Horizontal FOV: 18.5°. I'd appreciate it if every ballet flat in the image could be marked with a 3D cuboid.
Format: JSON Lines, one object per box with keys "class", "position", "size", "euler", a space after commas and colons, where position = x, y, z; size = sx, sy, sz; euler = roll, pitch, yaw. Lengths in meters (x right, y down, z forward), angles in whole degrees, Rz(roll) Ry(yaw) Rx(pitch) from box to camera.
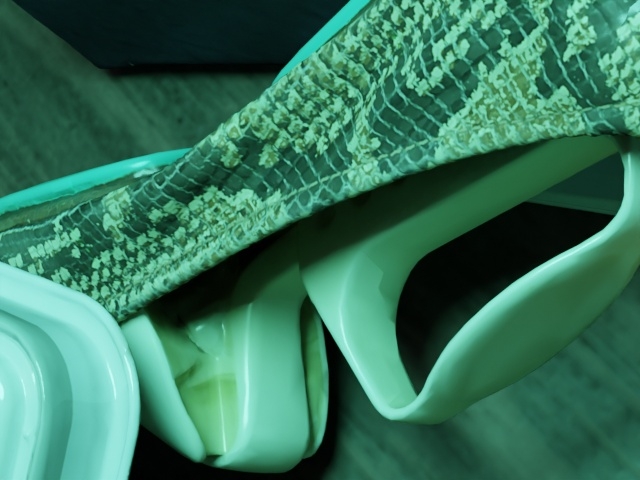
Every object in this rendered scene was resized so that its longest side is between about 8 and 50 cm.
{"class": "ballet flat", "position": [0.000, 0.000, 0.840], "size": [0.483, 0.164, 0.182], "euler": [-27, 76, 40]}

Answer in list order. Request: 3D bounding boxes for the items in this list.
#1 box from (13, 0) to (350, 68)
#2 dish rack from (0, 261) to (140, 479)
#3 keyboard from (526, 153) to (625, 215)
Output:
{"class": "box", "position": [-0.011, -0.250, 0.973], "size": [0.294, 0.183, 0.296], "euler": [2, 67, 37]}
{"class": "dish rack", "position": [-0.223, 0.160, 0.879], "size": [0.285, 0.072, 0.333], "euler": [17, 96, 40]}
{"class": "keyboard", "position": [0.126, -0.048, 0.891], "size": [0.256, 0.014, 0.072], "euler": [10, 69, 38]}
